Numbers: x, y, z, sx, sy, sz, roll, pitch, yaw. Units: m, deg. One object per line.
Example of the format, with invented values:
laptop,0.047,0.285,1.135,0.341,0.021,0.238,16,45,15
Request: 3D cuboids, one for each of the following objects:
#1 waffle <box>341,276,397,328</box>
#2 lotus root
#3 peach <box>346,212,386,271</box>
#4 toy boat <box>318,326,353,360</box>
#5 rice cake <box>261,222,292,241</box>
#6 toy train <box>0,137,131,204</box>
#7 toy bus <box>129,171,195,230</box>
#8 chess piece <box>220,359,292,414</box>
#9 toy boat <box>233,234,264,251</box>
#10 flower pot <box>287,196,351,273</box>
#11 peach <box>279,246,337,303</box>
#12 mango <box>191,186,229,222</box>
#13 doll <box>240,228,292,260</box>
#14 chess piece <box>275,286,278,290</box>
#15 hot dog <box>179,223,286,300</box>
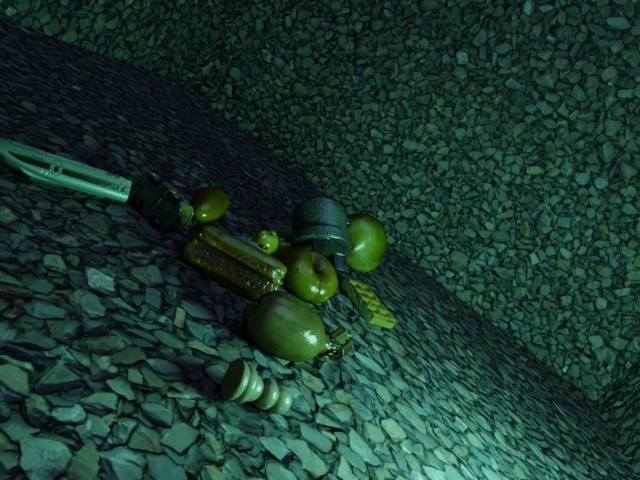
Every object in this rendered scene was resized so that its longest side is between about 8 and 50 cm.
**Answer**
waffle,0.213,0.279,2.139,0.167,0.057,0.274,22,21,-41
lotus root,-0.072,0.262,1.395,0.309,0.183,0.183,32,16,-19
peach,0.202,-0.002,2.529,0.315,0.282,0.314,5,39,-47
toy boat,0.051,0.347,1.585,0.088,0.068,0.226,48,18,12
rice cake,-0.171,-0.033,2.268,0.127,0.043,0.237,43,18,19
toy train,-0.768,-0.200,1.410,0.086,0.088,0.406,2,-12,44
toy bus,-0.530,-0.125,1.642,0.209,0.126,0.136,41,8,19
chess piece,-0.140,0.352,1.134,0.170,0.094,0.094,31,16,-28
toy boat,-0.263,0.072,1.734,0.215,0.088,0.102,39,50,9
flower pot,0.000,0.000,2.110,0.298,0.299,0.283,24,50,-36
peach,-0.047,0.133,1.848,0.251,0.153,0.251,30,21,-13
mango,-0.443,-0.139,1.884,0.138,0.113,0.253,38,22,-6
doll,-0.214,0.020,1.864,0.142,0.136,0.220,35,9,33
chess piece,-0.203,0.131,1.665,0.122,0.066,0.066,47,12,-16
hot dog,-0.279,0.071,1.552,0.348,0.158,0.117,29,-2,-11
